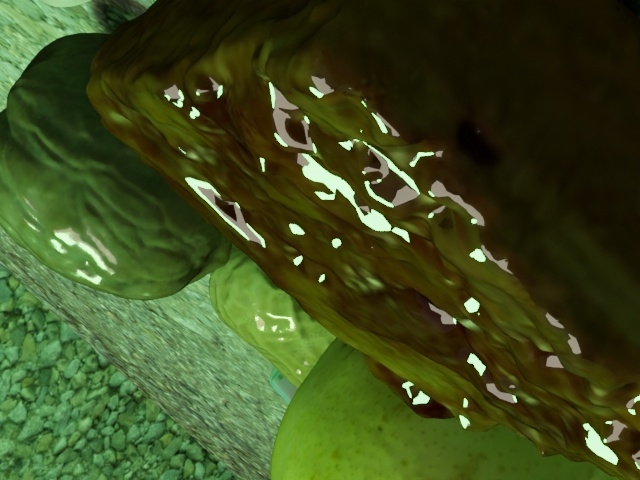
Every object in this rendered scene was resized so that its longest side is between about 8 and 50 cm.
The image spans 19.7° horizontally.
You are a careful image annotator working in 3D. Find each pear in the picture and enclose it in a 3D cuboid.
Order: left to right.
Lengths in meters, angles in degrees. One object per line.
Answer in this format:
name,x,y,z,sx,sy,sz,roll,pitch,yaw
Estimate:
pear,0.106,0.182,1.352,0.309,0.309,0.309,36,167,10

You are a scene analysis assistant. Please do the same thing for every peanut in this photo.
peanut,0.002,0.084,1.694,0.233,0.110,0.196,44,166,-19

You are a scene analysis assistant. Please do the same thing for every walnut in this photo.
walnut,-0.159,-0.055,1.470,0.224,0.224,0.224,36,167,10

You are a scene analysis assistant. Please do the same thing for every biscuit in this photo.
biscuit,0.072,-0.031,0.989,0.342,0.166,0.395,41,168,-21

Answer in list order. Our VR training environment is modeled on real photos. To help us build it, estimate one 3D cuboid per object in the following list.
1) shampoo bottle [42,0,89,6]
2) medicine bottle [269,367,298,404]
shampoo bottle,-0.220,-0.271,1.111,0.092,0.092,0.303,25,163,44
medicine bottle,0.047,0.177,1.833,0.119,0.094,0.188,42,-178,-46
